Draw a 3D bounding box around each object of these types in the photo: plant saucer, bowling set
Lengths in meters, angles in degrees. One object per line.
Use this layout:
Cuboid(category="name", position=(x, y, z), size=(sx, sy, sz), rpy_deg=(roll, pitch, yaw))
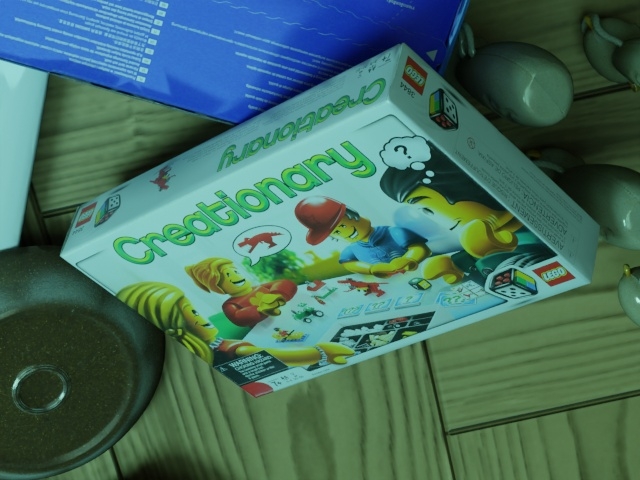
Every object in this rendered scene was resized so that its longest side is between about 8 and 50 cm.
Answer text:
Cuboid(category="plant saucer", position=(-0.202, 0.098, 1.166), size=(0.198, 0.036, 0.199), rpy_deg=(-10, 121, -17))
Cuboid(category="bowling set", position=(0.232, -0.074, 1.101), size=(0.200, 0.154, 0.287), rpy_deg=(-38, 111, -6))

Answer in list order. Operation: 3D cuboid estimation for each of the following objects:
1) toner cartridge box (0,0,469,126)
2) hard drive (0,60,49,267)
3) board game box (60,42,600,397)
Cuboid(category="toner cartridge box", position=(-0.085, -0.170, 1.028), size=(0.347, 0.075, 0.165), rpy_deg=(16, 105, -15))
Cuboid(category="hard drive", position=(-0.307, -0.038, 1.123), size=(0.210, 0.040, 0.319), rpy_deg=(11, 114, -9))
Cuboid(category="board game box", position=(0.000, 0.000, 1.061), size=(0.305, 0.053, 0.193), rpy_deg=(-23, 129, 40))
